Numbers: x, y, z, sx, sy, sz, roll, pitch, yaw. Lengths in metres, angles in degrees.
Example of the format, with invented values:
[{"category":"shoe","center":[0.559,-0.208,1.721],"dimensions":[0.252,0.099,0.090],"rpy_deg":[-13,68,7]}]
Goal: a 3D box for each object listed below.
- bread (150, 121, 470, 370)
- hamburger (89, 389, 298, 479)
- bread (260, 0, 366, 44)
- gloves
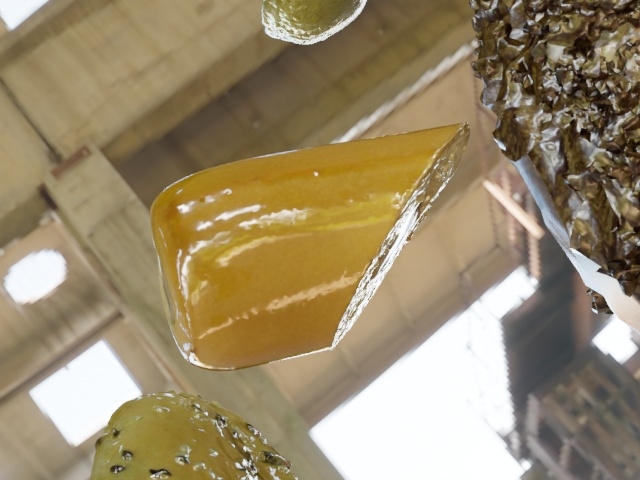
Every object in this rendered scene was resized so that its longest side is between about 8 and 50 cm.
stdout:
[{"category":"bread","center":[0.002,0.000,0.405],"dimensions":[0.103,0.062,0.049],"rpy_deg":[-11,-32,-3]},{"category":"hamburger","center":[-0.087,0.213,0.819],"dimensions":[0.192,0.288,0.168],"rpy_deg":[23,-68,-48]},{"category":"bread","center":[0.024,-0.201,0.952],"dimensions":[0.149,0.065,0.188],"rpy_deg":[-40,-16,-16]},{"category":"gloves","center":[0.166,-0.068,0.705],"dimensions":[0.135,0.312,0.210],"rpy_deg":[-20,-40,30]}]
